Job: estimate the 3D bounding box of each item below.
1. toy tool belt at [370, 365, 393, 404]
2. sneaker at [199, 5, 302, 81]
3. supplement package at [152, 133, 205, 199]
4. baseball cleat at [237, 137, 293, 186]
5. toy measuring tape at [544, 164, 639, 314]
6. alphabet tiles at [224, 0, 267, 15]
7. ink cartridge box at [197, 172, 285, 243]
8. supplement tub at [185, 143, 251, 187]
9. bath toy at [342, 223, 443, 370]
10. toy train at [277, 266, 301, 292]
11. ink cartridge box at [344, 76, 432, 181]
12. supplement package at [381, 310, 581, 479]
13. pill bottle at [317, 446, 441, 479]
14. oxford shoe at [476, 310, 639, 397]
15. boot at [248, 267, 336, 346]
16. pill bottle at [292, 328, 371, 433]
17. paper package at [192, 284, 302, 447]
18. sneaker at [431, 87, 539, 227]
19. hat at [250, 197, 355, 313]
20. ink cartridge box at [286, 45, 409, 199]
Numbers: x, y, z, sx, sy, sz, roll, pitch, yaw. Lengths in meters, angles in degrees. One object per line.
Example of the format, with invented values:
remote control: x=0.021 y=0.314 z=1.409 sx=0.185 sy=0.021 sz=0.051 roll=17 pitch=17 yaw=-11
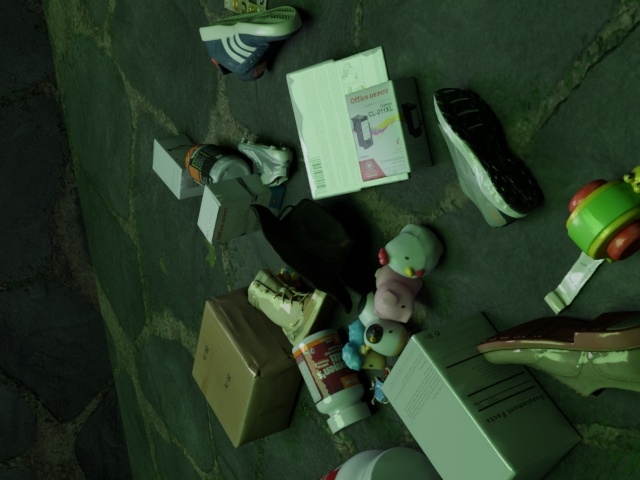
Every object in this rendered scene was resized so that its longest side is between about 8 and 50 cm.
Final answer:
toy tool belt: x=0.136 y=0.321 z=1.822 sx=0.052 sy=0.051 sz=0.083 roll=32 pitch=128 yaw=48
sneaker: x=-0.144 y=-0.443 z=1.895 sx=0.350 sy=0.131 sz=0.148 roll=15 pitch=128 yaw=55
supplement package: x=-0.400 y=-0.216 z=2.386 sx=0.179 sy=0.105 sz=0.105 roll=45 pitch=137 yaw=38
baseball cleat: x=-0.144 y=-0.190 z=2.017 sx=0.206 sy=0.072 sz=0.110 roll=18 pitch=103 yaw=54
toy measuring tape: x=0.397 y=0.011 z=1.231 sx=0.121 sy=0.121 sz=0.330 roll=56 pitch=143 yaw=28
alphabet tiles: x=-0.189 y=-0.641 z=1.973 sx=0.237 sy=0.009 sz=0.198 roll=36 pitch=132 yaw=45
ink cartridge box: x=-0.196 y=-0.083 z=2.041 sx=0.082 sy=0.190 sz=0.140 roll=53 pitch=141 yaw=31
supplement tub: x=-0.276 y=-0.189 z=2.193 sx=0.190 sy=0.117 sz=0.117 roll=32 pitch=129 yaw=48
bath toy: x=0.139 y=0.120 z=1.664 sx=0.151 sy=0.129 sz=0.348 roll=53 pitch=141 yaw=32
toy train: x=-0.059 y=0.085 z=2.034 sx=0.125 sy=0.046 sz=0.166 roll=57 pitch=144 yaw=27
ink cartridge box: x=0.128 y=-0.211 z=1.575 sx=0.127 sy=0.072 sz=0.175 roll=-9 pitch=95 yaw=46
supplement package: x=0.279 y=0.308 z=1.476 sx=0.293 sy=0.175 sz=0.178 roll=55 pitch=141 yaw=29
pill bottle: x=0.099 y=0.600 z=1.828 sx=0.229 sy=0.229 sz=0.408 roll=63 pitch=146 yaw=18
oxford shoe: x=0.388 y=0.195 z=1.317 sx=0.348 sy=0.123 sz=0.130 roll=-12 pitch=97 yaw=59
boot: x=-0.072 y=0.134 z=1.984 sx=0.203 sy=0.095 sz=0.262 roll=43 pitch=145 yaw=13
pill bottle: x=0.029 y=0.328 z=1.926 sx=0.221 sy=0.121 sz=0.121 roll=64 pitch=146 yaw=17
paper package: x=-0.201 y=0.341 z=2.248 sx=0.309 sy=0.168 sz=0.325 roll=51 pitch=142 yaw=36
sneaker: x=0.258 y=-0.141 z=1.402 sx=0.272 sy=0.100 sz=0.108 roll=64 pitch=152 yaw=17
hat: x=0.000 y=0.000 z=1.793 sx=0.134 sy=0.331 sz=0.331 roll=-43 pitch=56 yaw=7
ink cartridge box: x=0.064 y=-0.239 z=1.702 sx=0.238 sy=0.060 sz=0.275 roll=-9 pitch=95 yaw=33
